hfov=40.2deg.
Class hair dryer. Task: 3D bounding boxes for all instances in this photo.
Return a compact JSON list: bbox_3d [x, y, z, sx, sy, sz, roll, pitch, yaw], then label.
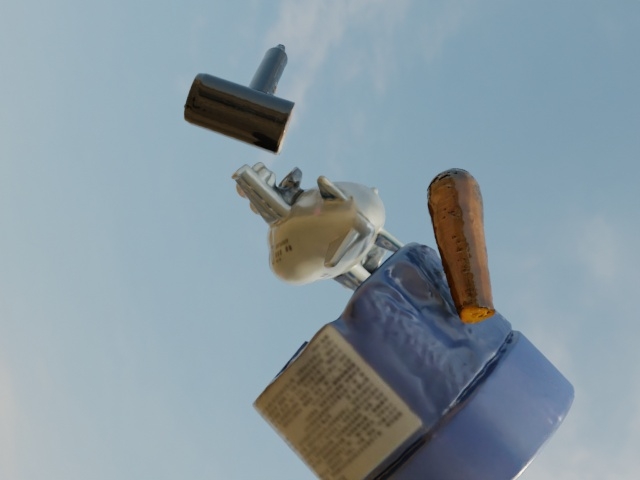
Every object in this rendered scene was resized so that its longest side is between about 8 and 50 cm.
[{"bbox_3d":[-0.091,-0.207,1.149,0.255,0.128,0.070,-79,-173,-56],"label":"hair dryer"}]

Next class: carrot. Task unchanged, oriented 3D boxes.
[{"bbox_3d":[0.133,0.002,0.825,0.055,0.055,0.161,125,-29,-49],"label":"carrot"}]

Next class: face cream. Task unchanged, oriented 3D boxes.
[{"bbox_3d":[0.087,0.153,0.877,0.225,0.249,0.249,45,-40,6],"label":"face cream"}]

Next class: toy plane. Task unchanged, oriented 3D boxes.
[{"bbox_3d":[0.003,-0.004,1.055,0.267,0.122,0.267,33,-18,13],"label":"toy plane"}]
